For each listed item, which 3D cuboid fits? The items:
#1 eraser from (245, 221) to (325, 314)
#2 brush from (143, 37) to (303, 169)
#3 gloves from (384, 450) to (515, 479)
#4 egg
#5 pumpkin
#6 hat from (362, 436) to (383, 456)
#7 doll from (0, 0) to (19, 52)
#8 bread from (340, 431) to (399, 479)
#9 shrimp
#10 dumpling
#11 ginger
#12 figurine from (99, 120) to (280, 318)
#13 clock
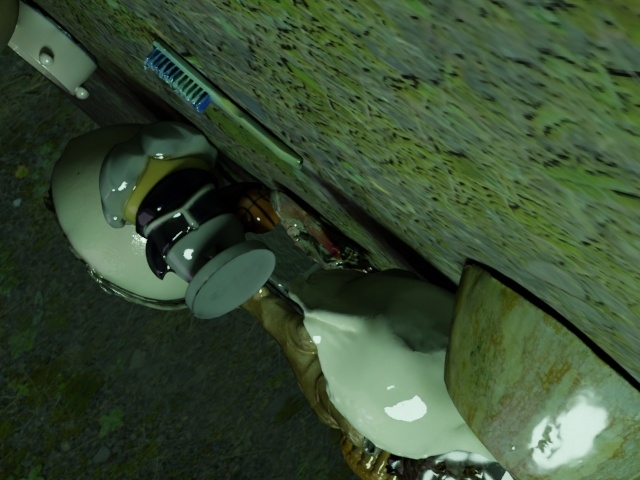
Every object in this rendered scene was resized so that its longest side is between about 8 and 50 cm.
[{"bbox_3d":[-0.047,0.037,2.167,0.111,0.077,0.352,39,175,10],"label":"eraser"},{"bbox_3d":[-0.089,-0.116,1.401,0.178,0.030,0.033,41,165,9],"label":"brush"},{"bbox_3d":[0.204,0.269,1.656,0.312,0.210,0.135,35,-150,-26],"label":"gloves"},{"bbox_3d":[-0.209,-0.064,2.067,0.264,0.174,0.286,37,-151,-15],"label":"egg"},{"bbox_3d":[0.161,0.123,1.172,0.217,0.110,0.217,37,180,0],"label":"pumpkin"},{"bbox_3d":[0.102,0.129,1.791,0.244,0.149,0.214,-11,99,46],"label":"hat"},{"bbox_3d":[-0.417,-0.297,1.605,0.330,0.174,0.235,59,-168,-68],"label":"doll"},{"bbox_3d":[0.140,0.261,2.073,0.240,0.139,0.240,7,-161,-2],"label":"bread"},{"bbox_3d":[0.000,0.000,1.684,0.190,0.042,0.101,37,166,51],"label":"shrimp"},{"bbox_3d":[0.088,0.100,1.392,0.258,0.147,0.193,35,-154,2],"label":"dumpling"},{"bbox_3d":[-0.011,0.156,2.028,0.334,0.081,0.148,50,176,28],"label":"ginger"},{"bbox_3d":[-0.156,-0.040,1.861,0.236,0.176,0.133,49,167,24],"label":"figurine"},{"bbox_3d":[-0.371,-0.265,2.107,0.155,0.063,0.229,34,175,35],"label":"clock"}]
